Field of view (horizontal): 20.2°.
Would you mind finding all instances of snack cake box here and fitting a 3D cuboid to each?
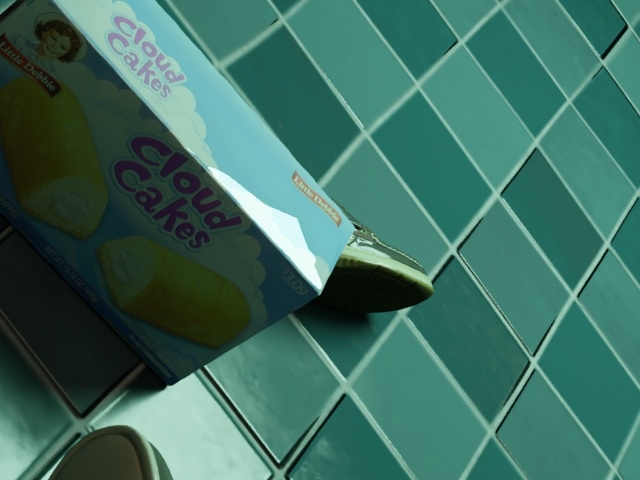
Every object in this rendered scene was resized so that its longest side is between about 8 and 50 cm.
[{"bbox_3d":[-0.123,-0.048,1.192,0.264,0.152,0.089,48,36,-14],"label":"snack cake box"}]

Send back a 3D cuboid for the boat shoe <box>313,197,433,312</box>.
[{"bbox_3d":[-0.001,0.000,1.373,0.223,0.080,0.073,16,57,-39],"label":"boat shoe"}]

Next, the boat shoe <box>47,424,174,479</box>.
[{"bbox_3d":[-0.115,0.272,1.003,0.095,0.112,0.335,44,38,-50],"label":"boat shoe"}]
